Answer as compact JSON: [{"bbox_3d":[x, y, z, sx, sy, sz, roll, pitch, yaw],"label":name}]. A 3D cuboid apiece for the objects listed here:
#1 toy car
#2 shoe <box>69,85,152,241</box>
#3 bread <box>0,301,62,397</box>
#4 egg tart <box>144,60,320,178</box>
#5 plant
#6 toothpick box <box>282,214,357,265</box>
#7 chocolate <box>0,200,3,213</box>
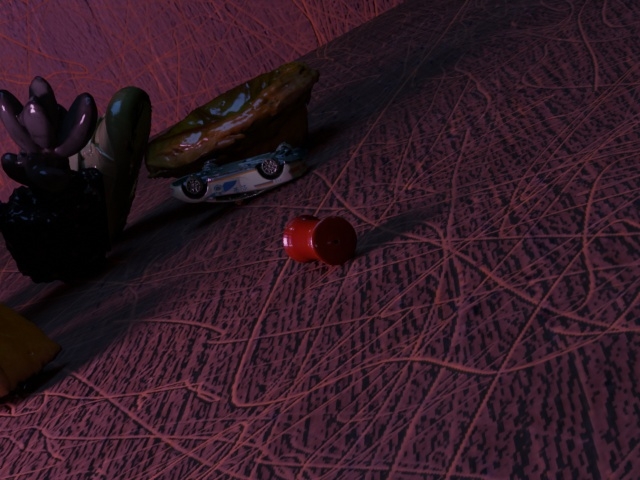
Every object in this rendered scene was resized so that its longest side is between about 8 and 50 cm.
[{"bbox_3d":[-0.102,-0.079,2.109,0.186,0.058,0.093,-13,14,16],"label":"toy car"},{"bbox_3d":[-0.308,-0.099,2.331,0.128,0.262,0.140,3,49,-10],"label":"shoe"},{"bbox_3d":[-0.401,0.121,1.749,0.260,0.134,0.129,-18,14,44],"label":"bread"},{"bbox_3d":[-0.110,-0.145,2.288,0.294,0.116,0.295,-26,13,6],"label":"egg tart"},{"bbox_3d":[-0.358,-0.079,2.166,0.146,0.275,0.149,-5,34,-6],"label":"plant"},{"bbox_3d":[0.000,0.000,1.521,0.047,0.047,0.083,-32,12,-16],"label":"toothpick box"},{"bbox_3d":[-0.494,-0.001,2.179,0.148,0.126,0.343,-59,-1,-44],"label":"chocolate"}]
